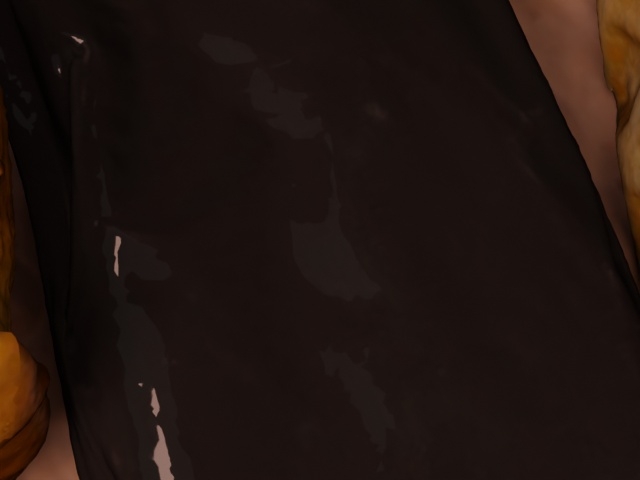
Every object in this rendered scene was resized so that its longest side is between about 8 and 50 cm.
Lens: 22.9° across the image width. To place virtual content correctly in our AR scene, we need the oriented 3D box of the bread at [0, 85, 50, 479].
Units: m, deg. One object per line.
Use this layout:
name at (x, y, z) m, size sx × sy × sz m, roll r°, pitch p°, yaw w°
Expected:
bread at (-0.204, 0.005, 0.412) m, size 0.268 × 0.268 × 0.145 m, roll 0°, pitch 71°, yaw -4°

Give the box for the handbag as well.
handbag at (-0.001, -0.003, 0.505) m, size 0.192 × 0.075 × 0.332 m, roll -13°, pitch 68°, yaw -19°

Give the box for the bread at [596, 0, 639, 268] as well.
bread at (0.170, -0.001, 0.525) m, size 0.128 × 0.088 × 0.232 m, roll -8°, pitch 76°, yaw 3°
